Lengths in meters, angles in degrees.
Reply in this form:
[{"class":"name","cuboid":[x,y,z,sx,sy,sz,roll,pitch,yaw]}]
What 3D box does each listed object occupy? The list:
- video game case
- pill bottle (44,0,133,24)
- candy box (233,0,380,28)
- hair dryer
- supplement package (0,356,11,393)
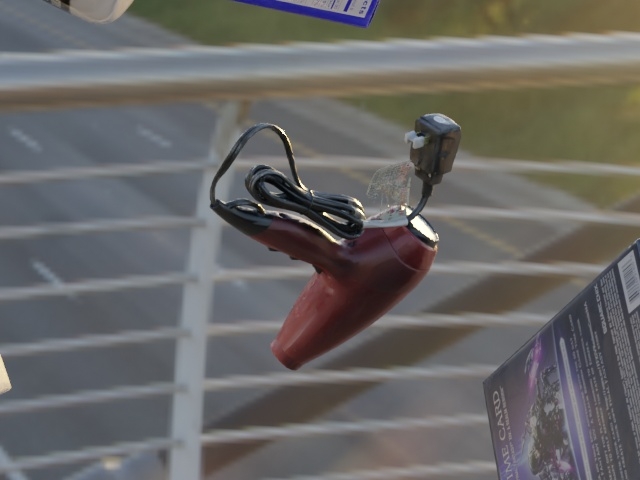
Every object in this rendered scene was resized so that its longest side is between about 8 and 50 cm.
[{"class":"video game case","cuboid":[0.221,0.149,1.362,0.026,0.274,0.196,6,58,-21]},{"class":"pill bottle","cuboid":[-0.250,-0.298,1.095,0.334,0.188,0.188,27,16,-4]},{"class":"candy box","cuboid":[-0.105,-0.362,1.700,0.317,0.122,0.268,7,36,-32]},{"class":"hair dryer","cuboid":[0.000,0.000,1.464,0.224,0.293,0.080,-5,40,-14]},{"class":"supplement package","cuboid":[-0.386,0.075,1.250,0.177,0.175,0.293,-18,-1,7]}]
